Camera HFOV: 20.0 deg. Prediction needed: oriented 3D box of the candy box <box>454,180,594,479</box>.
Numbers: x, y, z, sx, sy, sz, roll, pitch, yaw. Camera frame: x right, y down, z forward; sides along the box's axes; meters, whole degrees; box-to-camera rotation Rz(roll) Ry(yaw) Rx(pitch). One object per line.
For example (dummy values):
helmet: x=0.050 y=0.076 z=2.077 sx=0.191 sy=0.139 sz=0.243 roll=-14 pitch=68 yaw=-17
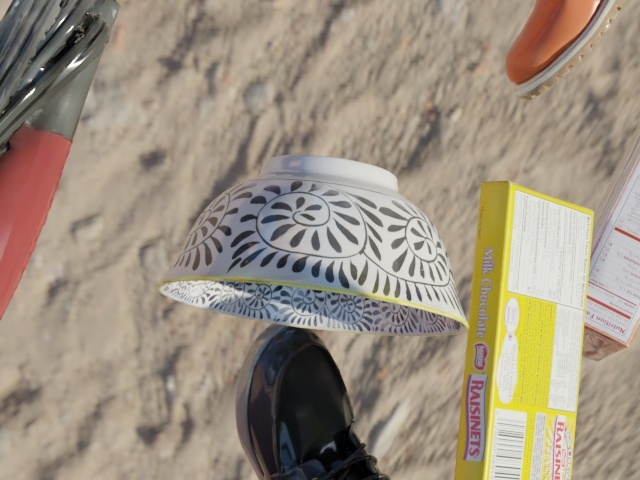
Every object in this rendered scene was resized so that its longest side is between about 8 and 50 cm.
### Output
candy box: x=0.121 y=0.074 z=1.086 sx=0.027 sy=0.105 sz=0.205 roll=1 pitch=81 yaw=34

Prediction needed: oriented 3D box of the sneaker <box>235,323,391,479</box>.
sneaker: x=0.021 y=0.157 z=1.178 sx=0.083 sy=0.222 sz=0.118 roll=-32 pitch=33 yaw=-34

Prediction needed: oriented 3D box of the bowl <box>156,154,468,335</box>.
bowl: x=0.000 y=0.000 z=0.987 sx=0.170 sy=0.170 sz=0.080 roll=6 pitch=81 yaw=1

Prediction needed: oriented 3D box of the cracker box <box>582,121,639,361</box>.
cracker box: x=0.269 y=-0.017 z=1.536 sx=0.067 sy=0.156 sz=0.232 roll=27 pitch=83 yaw=3

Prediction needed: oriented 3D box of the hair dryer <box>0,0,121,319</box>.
hair dryer: x=-0.111 y=0.040 z=0.535 sx=0.080 sy=0.293 sz=0.223 roll=26 pitch=33 yaw=20

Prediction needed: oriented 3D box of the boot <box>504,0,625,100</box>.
boot: x=0.129 y=-0.151 z=0.952 sx=0.085 sy=0.059 sz=0.158 roll=31 pitch=108 yaw=-6
